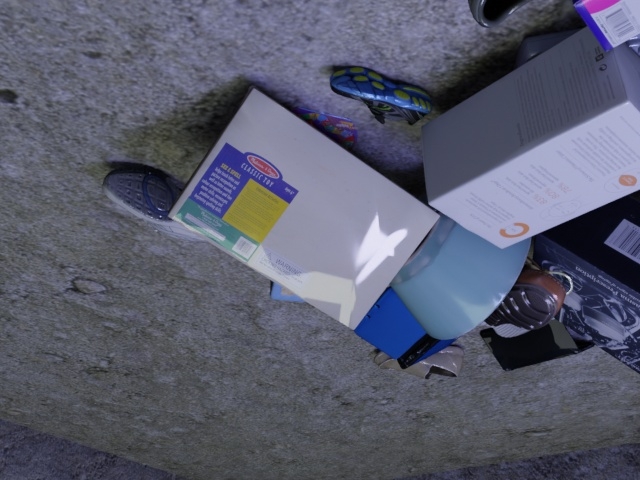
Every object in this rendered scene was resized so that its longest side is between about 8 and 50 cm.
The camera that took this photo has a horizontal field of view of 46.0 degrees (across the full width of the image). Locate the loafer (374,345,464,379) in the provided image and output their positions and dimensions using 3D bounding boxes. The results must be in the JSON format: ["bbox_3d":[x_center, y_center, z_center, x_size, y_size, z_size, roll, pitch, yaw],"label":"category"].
[{"bbox_3d":[0.293,0.363,2.231,0.269,0.092,0.102,-4,149,6],"label":"loafer"}]

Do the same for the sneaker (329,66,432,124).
[{"bbox_3d":[0.098,-0.234,1.268,0.188,0.067,0.078,13,140,-25],"label":"sneaker"}]

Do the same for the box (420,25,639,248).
[{"bbox_3d":[0.364,-0.153,1.209,0.215,0.168,0.345,27,139,-37],"label":"box"}]

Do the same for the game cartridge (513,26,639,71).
[{"bbox_3d":[0.425,-0.242,1.273,0.198,0.062,0.297,-4,149,14],"label":"game cartridge"}]

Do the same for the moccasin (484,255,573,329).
[{"bbox_3d":[0.404,0.098,1.501,0.139,0.147,0.380,43,174,9],"label":"moccasin"}]

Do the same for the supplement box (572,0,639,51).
[{"bbox_3d":[0.445,-0.370,0.990,0.220,0.113,0.111,-26,140,31],"label":"supplement box"}]

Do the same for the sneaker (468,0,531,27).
[{"bbox_3d":[0.295,-0.383,0.986,0.100,0.108,0.271,19,143,-25],"label":"sneaker"}]

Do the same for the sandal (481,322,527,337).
[{"bbox_3d":[0.471,0.149,1.876,0.169,0.102,0.416,-33,151,21],"label":"sandal"}]

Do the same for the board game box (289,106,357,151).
[{"bbox_3d":[-0.014,-0.181,1.388,0.169,0.033,0.133,11,147,-18],"label":"board game box"}]

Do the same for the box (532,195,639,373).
[{"bbox_3d":[0.619,0.089,1.525,0.343,0.179,0.312,36,163,29],"label":"box"}]

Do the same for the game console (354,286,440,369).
[{"bbox_3d":[0.273,0.214,2.048,0.250,0.173,0.293,-20,160,-30],"label":"game console"}]

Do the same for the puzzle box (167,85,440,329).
[{"bbox_3d":[-0.027,-0.051,1.341,0.409,0.052,0.272,33,102,-16],"label":"puzzle box"}]

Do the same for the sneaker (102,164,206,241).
[{"bbox_3d":[-0.314,-0.054,1.533,0.297,0.111,0.129,27,146,-35],"label":"sneaker"}]

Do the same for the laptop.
[{"bbox_3d":[0.630,0.285,2.180,0.234,0.136,0.264,-22,168,32],"label":"laptop"}]

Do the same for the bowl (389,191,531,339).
[{"bbox_3d":[0.239,0.017,1.461,0.163,0.311,0.311,33,138,-18],"label":"bowl"}]

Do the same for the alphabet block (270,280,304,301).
[{"bbox_3d":[0.000,0.000,1.531,0.193,0.197,0.193,7,148,-9],"label":"alphabet block"}]
